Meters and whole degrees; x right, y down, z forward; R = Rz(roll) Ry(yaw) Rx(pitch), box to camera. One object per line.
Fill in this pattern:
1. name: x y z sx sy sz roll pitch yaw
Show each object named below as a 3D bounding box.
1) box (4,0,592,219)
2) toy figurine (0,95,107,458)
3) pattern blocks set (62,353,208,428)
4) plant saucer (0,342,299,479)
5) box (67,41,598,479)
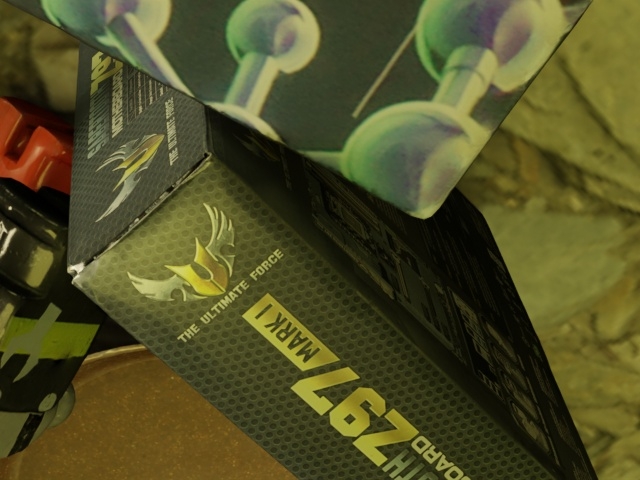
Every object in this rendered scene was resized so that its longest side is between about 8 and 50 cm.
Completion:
1. box: -0.063 -0.244 0.446 0.395 0.212 0.293 27 115 -18
2. toy figurine: -0.181 0.006 0.585 0.213 0.209 0.148 28 99 -19
3. pattern blocks set: -0.151 0.178 0.797 0.285 0.026 0.325 15 119 -12
4. plant saucer: -0.057 0.117 0.729 0.198 0.036 0.199 -2 120 -3
5. box: 0.000 0.000 0.579 0.059 0.233 0.183 -40 115 13
